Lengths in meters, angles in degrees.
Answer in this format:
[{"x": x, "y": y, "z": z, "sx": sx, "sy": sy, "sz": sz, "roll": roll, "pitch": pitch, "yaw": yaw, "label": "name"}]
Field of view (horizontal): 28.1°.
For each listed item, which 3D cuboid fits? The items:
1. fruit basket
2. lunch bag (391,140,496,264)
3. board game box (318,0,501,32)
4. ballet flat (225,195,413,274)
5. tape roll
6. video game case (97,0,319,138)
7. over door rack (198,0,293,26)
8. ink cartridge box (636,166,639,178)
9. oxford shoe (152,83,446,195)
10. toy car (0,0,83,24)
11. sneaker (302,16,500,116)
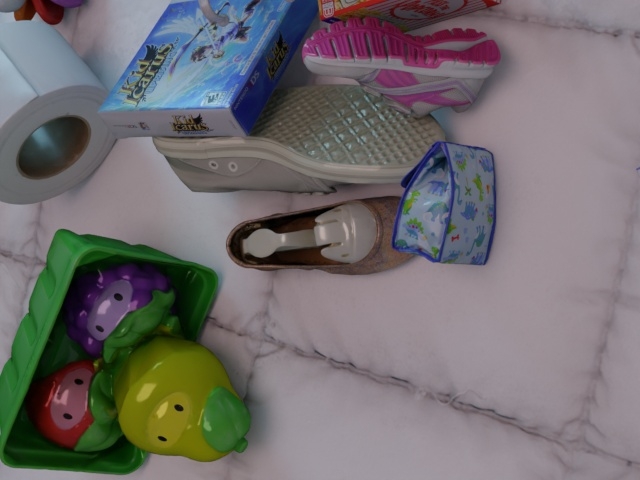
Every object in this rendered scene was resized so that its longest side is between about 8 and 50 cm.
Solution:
[{"x": -0.283, "y": 0.199, "z": 1.879, "sx": 0.392, "sy": 0.283, "sz": 0.392, "roll": -18, "pitch": 67, "yaw": 47, "label": "fruit basket"}, {"x": 0.166, "y": -0.050, "z": 1.640, "sx": 0.096, "sy": 0.129, "sz": 0.151, "roll": 20, "pitch": 100, "yaw": 33, "label": "lunch bag"}, {"x": 0.116, "y": -0.319, "z": 1.675, "sx": 0.193, "sy": 0.147, "sz": 0.045, "roll": -12, "pitch": 81, "yaw": 34, "label": "board game box"}, {"x": 0.000, "y": 0.000, "z": 1.766, "sx": 0.316, "sy": 0.106, "sz": 0.107, "roll": -10, "pitch": 82, "yaw": 34, "label": "ballet flat"}, {"x": -0.461, "y": -0.199, "z": 2.013, "sx": 0.169, "sy": 0.246, "sz": 0.246, "roll": 49, "pitch": 114, "yaw": 26, "label": "tape roll"}, {"x": -0.157, "y": -0.262, "z": 1.826, "sx": 0.244, "sy": 0.061, "sz": 0.269, "roll": 1, "pitch": 51, "yaw": 35, "label": "video game case"}, {"x": -0.032, "y": -0.446, "z": 1.750, "sx": 0.240, "sy": 0.108, "sz": 0.324, "roll": -15, "pitch": 51, "yaw": 27, "label": "over door rack"}, {"x": 0.492, "y": -0.026, "z": 1.462, "sx": 0.206, "sy": 0.045, "sz": 0.208, "roll": -24, "pitch": 76, "yaw": 32, "label": "ink cartridge box"}, {"x": -0.027, "y": -0.126, "z": 1.789, "sx": 0.449, "sy": 0.130, "sz": 0.169, "roll": 4, "pitch": 46, "yaw": 28, "label": "oxford shoe"}, {"x": -0.452, "y": -0.425, "z": 2.093, "sx": 0.182, "sy": 0.159, "sz": 0.136, "roll": -38, "pitch": 102, "yaw": 27, "label": "toy car"}, {"x": 0.100, "y": -0.213, "z": 1.654, "sx": 0.252, "sy": 0.103, "sz": 0.111, "roll": 7, "pitch": 131, "yaw": 0, "label": "sneaker"}]
